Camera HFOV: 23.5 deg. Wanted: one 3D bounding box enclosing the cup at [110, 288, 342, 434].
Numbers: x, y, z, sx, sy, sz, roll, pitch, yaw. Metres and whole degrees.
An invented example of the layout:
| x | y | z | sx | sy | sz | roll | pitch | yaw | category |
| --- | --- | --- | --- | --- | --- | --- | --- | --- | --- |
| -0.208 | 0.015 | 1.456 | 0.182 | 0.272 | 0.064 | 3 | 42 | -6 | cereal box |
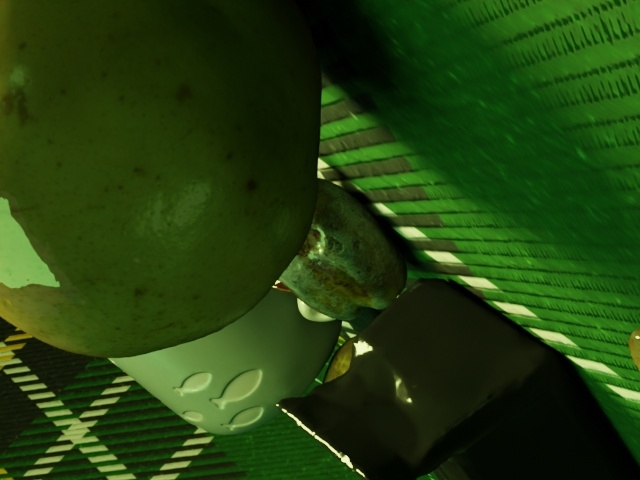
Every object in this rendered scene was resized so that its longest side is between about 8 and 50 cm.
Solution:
| x | y | z | sx | sy | sz | roll | pitch | yaw | category |
| --- | --- | --- | --- | --- | --- | --- | --- | --- | --- |
| -0.101 | 0.058 | 1.789 | 0.357 | 0.259 | 0.274 | -20 | 122 | 46 | cup |

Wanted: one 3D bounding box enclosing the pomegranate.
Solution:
| x | y | z | sx | sy | sz | roll | pitch | yaw | category |
| --- | --- | --- | --- | --- | --- | --- | --- | --- | --- |
| -0.131 | -0.072 | 0.993 | 0.319 | 0.319 | 0.319 | 42 | 172 | 7 | pomegranate |

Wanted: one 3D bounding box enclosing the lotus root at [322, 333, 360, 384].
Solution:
| x | y | z | sx | sy | sz | roll | pitch | yaw | category |
| --- | --- | --- | --- | --- | --- | --- | --- | --- | --- |
| 0.074 | 0.196 | 1.830 | 0.160 | 0.152 | 0.275 | 45 | 172 | 14 | lotus root |

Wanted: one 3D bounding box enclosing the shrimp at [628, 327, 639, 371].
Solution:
| x | y | z | sx | sy | sz | roll | pitch | yaw | category |
| --- | --- | --- | --- | --- | --- | --- | --- | --- | --- |
| 0.231 | 0.090 | 0.986 | 0.059 | 0.023 | 0.108 | 24 | 162 | 42 | shrimp |

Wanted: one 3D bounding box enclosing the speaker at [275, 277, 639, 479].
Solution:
| x | y | z | sx | sy | sz | roll | pitch | yaw | category |
| --- | --- | --- | --- | --- | --- | --- | --- | --- | --- |
| 0.146 | 0.198 | 1.377 | 0.180 | 0.184 | 0.388 | 35 | 170 | 44 | speaker |

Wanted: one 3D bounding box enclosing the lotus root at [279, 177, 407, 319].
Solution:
| x | y | z | sx | sy | sz | roll | pitch | yaw | category |
| --- | --- | --- | --- | --- | --- | --- | --- | --- | --- |
| 0.000 | 0.000 | 1.375 | 0.113 | 0.088 | 0.192 | -16 | 134 | 33 | lotus root |

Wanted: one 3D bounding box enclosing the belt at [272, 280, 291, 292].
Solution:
| x | y | z | sx | sy | sz | roll | pitch | yaw | category |
| --- | --- | --- | --- | --- | --- | --- | --- | --- | --- |
| -0.119 | -0.034 | 1.484 | 0.261 | 0.105 | 0.184 | 21 | 172 | 2 | belt |
